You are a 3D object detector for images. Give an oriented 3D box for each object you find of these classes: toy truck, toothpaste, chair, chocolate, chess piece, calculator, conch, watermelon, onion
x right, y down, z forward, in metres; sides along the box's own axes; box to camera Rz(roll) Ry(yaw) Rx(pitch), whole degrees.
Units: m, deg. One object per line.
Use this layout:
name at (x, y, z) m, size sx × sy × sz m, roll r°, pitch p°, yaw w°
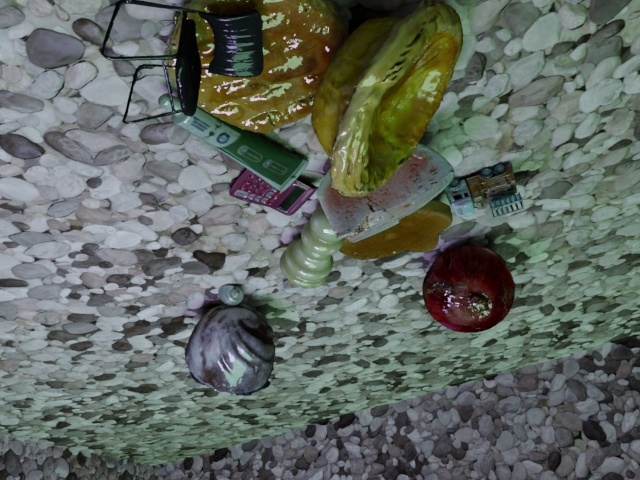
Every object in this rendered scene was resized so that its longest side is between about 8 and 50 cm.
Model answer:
toy truck at (0.413, -0.113, 1.573) m, size 0.178 × 0.115 × 0.080 m, roll -17°, pitch 149°, yaw 15°
toothpaste at (-0.176, -0.208, 1.297) m, size 0.099 × 0.061 × 0.392 m, roll -46°, pitch 139°, yaw 16°
chair at (-0.202, -0.276, 0.966) m, size 0.221 × 0.145 × 0.140 m, roll 1°, pitch 146°, yaw -2°
chocolate at (-0.262, 0.309, 1.952) m, size 0.303 × 0.303 × 0.213 m, roll 5°, pitch 128°, yaw -24°
chess piece at (0.000, 0.000, 1.637) m, size 0.145 × 0.144 × 0.251 m, roll 5°, pitch 140°, yaw -24°
calculator at (-0.113, -0.123, 1.484) m, size 0.191 × 0.034 × 0.127 m, roll 17°, pitch 141°, yaw -29°
conch at (-0.278, 0.172, 1.905) m, size 0.076 × 0.056 × 0.085 m, roll 21°, pitch 138°, yaw -23°
watermelon at (0.159, -0.118, 1.409) m, size 0.305 × 0.180 × 0.224 m, roll -30°, pitch 122°, yaw 22°
onion at (0.446, 0.150, 1.874) m, size 0.276 × 0.276 × 0.276 m, roll -7°, pitch 149°, yaw -4°

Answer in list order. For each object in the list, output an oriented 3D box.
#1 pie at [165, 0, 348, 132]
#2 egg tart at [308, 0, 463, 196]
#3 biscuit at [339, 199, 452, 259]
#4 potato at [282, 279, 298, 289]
pie at (-0.107, -0.327, 1.102) m, size 0.340 × 0.083 × 0.339 m, roll -5°, pitch 148°, yaw -3°
egg tart at (0.104, -0.257, 1.107) m, size 0.169 × 0.388 × 0.387 m, roll 33°, pitch 151°, yaw 14°
biscuit at (0.212, -0.029, 1.681) m, size 0.287 × 0.057 × 0.344 m, roll 12°, pitch 152°, yaw -33°
potato at (-0.079, 0.127, 1.913) m, size 0.093 × 0.036 × 0.037 m, roll -12°, pitch -168°, yaw 40°
